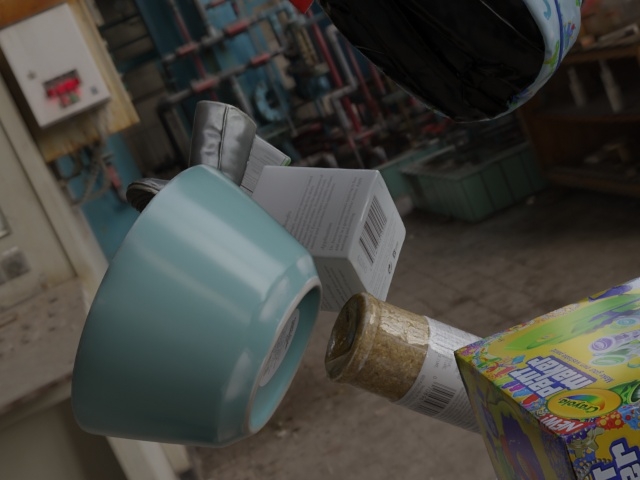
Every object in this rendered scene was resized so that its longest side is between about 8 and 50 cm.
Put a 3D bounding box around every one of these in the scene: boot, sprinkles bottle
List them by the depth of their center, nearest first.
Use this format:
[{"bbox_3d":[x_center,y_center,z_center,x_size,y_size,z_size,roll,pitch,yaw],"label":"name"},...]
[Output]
[{"bbox_3d":[0.186,0.178,1.248,0.121,0.355,0.121,-58,19,32],"label":"sprinkles bottle"},{"bbox_3d":[-0.181,-0.118,1.431,0.076,0.189,0.209,-19,55,46],"label":"boot"}]

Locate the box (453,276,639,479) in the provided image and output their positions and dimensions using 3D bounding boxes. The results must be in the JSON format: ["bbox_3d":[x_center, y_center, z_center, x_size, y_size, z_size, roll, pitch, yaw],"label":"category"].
[{"bbox_3d":[0.294,0.145,0.790,0.279,0.177,0.290,-21,7,-5],"label":"box"}]

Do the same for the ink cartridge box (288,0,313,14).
[{"bbox_3d":[-0.016,-0.518,1.462,0.296,0.066,0.261,-53,42,15],"label":"ink cartridge box"}]

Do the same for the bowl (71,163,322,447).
[{"bbox_3d":[-0.107,0.093,1.042,0.163,0.312,0.311,24,27,12],"label":"bowl"}]

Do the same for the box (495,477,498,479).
[{"bbox_3d":[0.317,0.431,1.348,0.119,0.182,0.181,-30,20,41],"label":"box"}]

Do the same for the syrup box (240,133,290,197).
[{"bbox_3d":[-0.169,-0.081,1.724,0.237,0.096,0.093,-56,43,4],"label":"syrup box"}]

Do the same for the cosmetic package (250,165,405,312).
[{"bbox_3d":[0.000,0.000,1.386,0.183,0.151,0.151,5,58,26],"label":"cosmetic package"}]

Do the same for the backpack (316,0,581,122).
[{"bbox_3d":[0.141,-0.310,1.142,0.273,0.356,0.290,-33,-4,-44],"label":"backpack"}]
